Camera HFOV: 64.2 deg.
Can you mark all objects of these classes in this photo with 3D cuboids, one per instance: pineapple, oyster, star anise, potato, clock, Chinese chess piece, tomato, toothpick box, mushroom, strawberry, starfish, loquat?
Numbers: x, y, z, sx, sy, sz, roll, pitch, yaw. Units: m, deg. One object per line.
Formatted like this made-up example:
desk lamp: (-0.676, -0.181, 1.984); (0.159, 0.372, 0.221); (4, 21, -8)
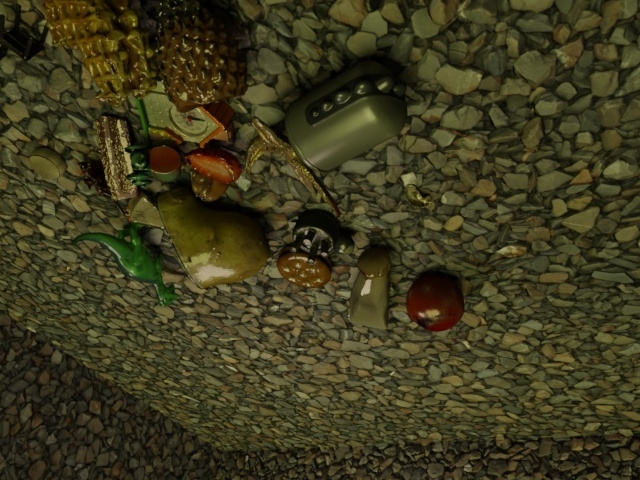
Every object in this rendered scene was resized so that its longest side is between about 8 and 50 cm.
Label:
pineapple: (-0.319, -0.507, 1.239); (0.222, 0.223, 0.358); (-8, 110, 26)
oyster: (0.305, -0.141, 1.590); (0.080, 0.038, 0.084); (-12, 107, 15)
star anise: (-0.785, -0.194, 1.831); (0.177, 0.073, 0.234); (34, 151, 23)
potato: (-0.357, -0.036, 1.812); (0.295, 0.290, 0.398); (-21, 92, 1)
clock: (-0.389, -0.374, 1.488); (0.255, 0.106, 0.220); (10, 139, 7)
Chinese chess piece: (-0.981, -0.277, 1.834); (0.121, 0.051, 0.122); (9, 141, 7)
tomato: (0.413, 0.233, 1.844); (0.207, 0.185, 0.208); (8, 138, 8)
toothpick box: (0.076, -0.327, 1.302); (0.316, 0.229, 0.229); (-22, 127, 35)
mushroom: (0.186, 0.190, 1.912); (0.154, 0.138, 0.408); (15, 138, 19)
strawberry: (-0.321, -0.245, 1.556); (0.188, 0.082, 0.121); (21, 146, 18)
starfish: (-0.105, -0.216, 1.475); (0.384, 0.132, 0.398); (46, 164, -24)
loquat: (-0.363, -0.193, 1.662); (0.112, 0.137, 0.137); (7, 140, 26)

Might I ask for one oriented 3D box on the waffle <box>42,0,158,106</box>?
waffle: (-0.555, -0.510, 1.282); (0.324, 0.151, 0.261); (48, 145, 2)

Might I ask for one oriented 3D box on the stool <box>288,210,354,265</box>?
stool: (0.001, -0.006, 1.748); (0.227, 0.139, 0.153); (9, 140, 13)

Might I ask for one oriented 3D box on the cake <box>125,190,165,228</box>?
cake: (-0.616, -0.068, 1.881); (0.220, 0.117, 0.086); (50, 165, -31)

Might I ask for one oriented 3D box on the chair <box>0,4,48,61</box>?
chair: (-0.868, -0.553, 1.465); (0.101, 0.084, 0.212); (37, 135, -17)

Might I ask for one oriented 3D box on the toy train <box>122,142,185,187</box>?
toy train: (-0.512, -0.232, 1.592); (0.176, 0.116, 0.285); (-5, -179, -15)

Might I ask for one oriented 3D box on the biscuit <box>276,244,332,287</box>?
biscuit: (-0.061, 0.100, 1.944); (0.220, 0.066, 0.221); (10, 142, 8)

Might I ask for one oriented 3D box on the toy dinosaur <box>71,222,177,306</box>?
toy dinosaur: (-0.738, 0.127, 1.941); (0.143, 0.500, 0.375); (-12, 98, 18)

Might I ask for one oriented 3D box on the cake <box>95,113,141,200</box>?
cake: (-0.665, -0.284, 1.711); (0.115, 0.113, 0.296); (5, 127, 4)
